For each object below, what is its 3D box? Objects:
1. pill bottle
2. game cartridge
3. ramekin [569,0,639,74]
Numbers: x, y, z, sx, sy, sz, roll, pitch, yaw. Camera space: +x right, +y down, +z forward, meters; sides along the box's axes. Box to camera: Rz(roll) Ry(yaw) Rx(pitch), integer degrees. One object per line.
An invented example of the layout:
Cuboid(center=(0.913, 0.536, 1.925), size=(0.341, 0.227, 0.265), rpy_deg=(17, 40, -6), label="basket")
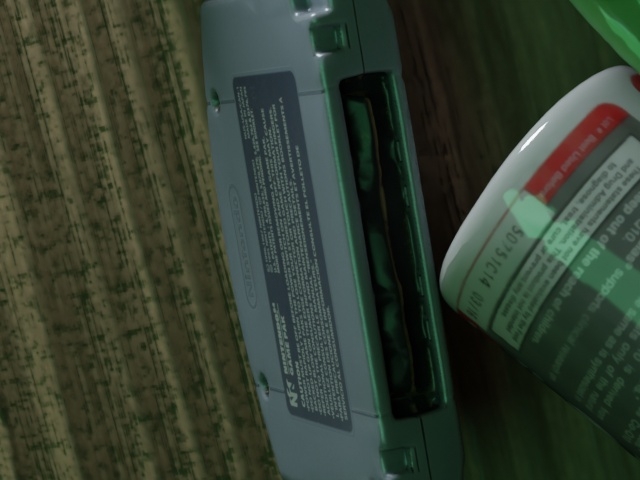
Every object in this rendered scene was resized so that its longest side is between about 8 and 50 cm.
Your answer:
Cuboid(center=(0.215, 0.053, 1.013), size=(0.283, 0.161, 0.161), rpy_deg=(40, 119, 16), label="pill bottle")
Cuboid(center=(0.000, 0.000, 1.129), size=(0.198, 0.062, 0.297), rpy_deg=(-171, 71, -71), label="game cartridge")
Cuboid(center=(0.215, -0.171, 0.874), size=(0.148, 0.303, 0.303), rpy_deg=(-44, 76, -11), label="ramekin")
